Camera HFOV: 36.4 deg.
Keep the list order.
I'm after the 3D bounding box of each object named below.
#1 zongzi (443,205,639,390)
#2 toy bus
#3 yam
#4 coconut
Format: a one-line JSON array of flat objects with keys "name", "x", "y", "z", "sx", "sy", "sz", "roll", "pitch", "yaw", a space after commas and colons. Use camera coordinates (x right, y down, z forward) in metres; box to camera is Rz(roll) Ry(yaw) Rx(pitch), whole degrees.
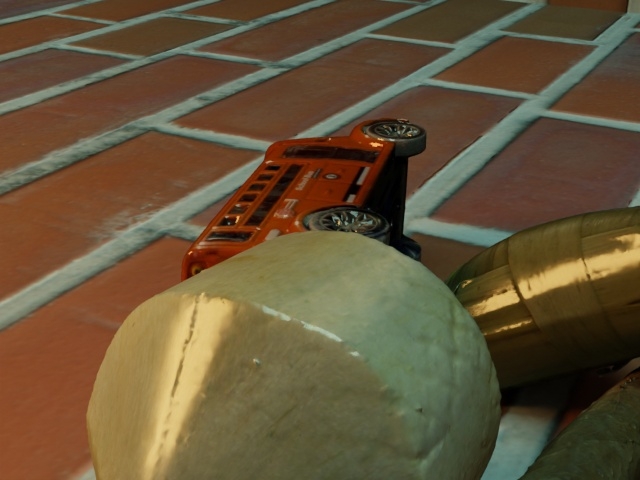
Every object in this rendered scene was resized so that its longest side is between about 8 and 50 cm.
[{"name": "zongzi", "x": 0.223, "y": 0.028, "z": 0.744, "sx": 0.228, "sy": 0.115, "sz": 0.256, "roll": -22, "pitch": -3, "yaw": 36}, {"name": "toy bus", "x": 0.000, "y": 0.000, "z": 0.813, "sx": 0.153, "sy": 0.143, "sz": 0.329, "roll": 7, "pitch": 26, "yaw": 12}, {"name": "yam", "x": 0.180, "y": 0.135, "z": 0.609, "sx": 0.066, "sy": 0.066, "sz": 0.300, "roll": 19, "pitch": 29, "yaw": 35}, {"name": "coconut", "x": -0.019, "y": 0.104, "z": 0.507, "sx": 0.202, "sy": 0.202, "sz": 0.222, "roll": 13, "pitch": 25, "yaw": 24}]
